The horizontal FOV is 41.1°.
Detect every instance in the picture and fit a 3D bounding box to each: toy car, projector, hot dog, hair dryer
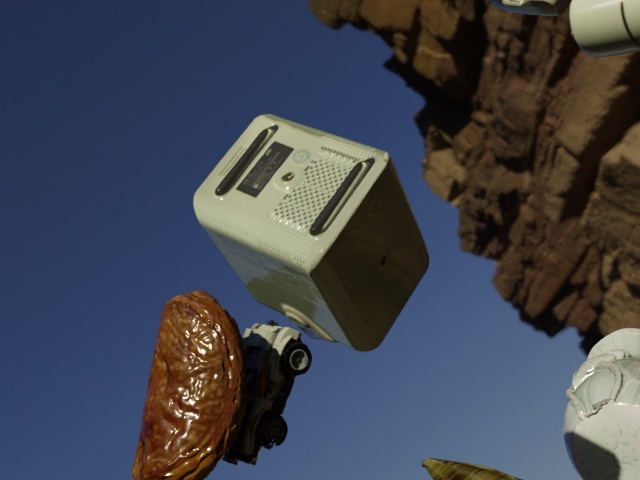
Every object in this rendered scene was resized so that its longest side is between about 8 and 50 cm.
[{"bbox_3d":[-0.128,0.312,1.753,0.118,0.193,0.301,30,-105,-28],"label":"toy car"},{"bbox_3d":[0.000,0.000,0.929,0.163,0.177,0.242,-55,-34,-17],"label":"projector"},{"bbox_3d":[-0.238,0.289,1.603,0.174,0.388,0.267,13,-18,-18],"label":"hot dog"},{"bbox_3d":[0.570,-0.328,1.295,0.362,0.128,0.203,7,-3,-34],"label":"hair dryer"}]

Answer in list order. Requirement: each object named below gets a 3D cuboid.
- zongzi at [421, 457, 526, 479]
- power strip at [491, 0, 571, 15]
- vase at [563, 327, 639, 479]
[{"bbox_3d":[0.190,0.281,0.772,0.111,0.241,0.248,-53,-16,-21],"label":"zongzi"},{"bbox_3d":[0.223,-0.273,0.722,0.253,0.060,0.027,-53,-39,-21],"label":"power strip"},{"bbox_3d":[0.589,0.314,1.624,0.250,0.250,0.445,-49,-8,23],"label":"vase"}]
